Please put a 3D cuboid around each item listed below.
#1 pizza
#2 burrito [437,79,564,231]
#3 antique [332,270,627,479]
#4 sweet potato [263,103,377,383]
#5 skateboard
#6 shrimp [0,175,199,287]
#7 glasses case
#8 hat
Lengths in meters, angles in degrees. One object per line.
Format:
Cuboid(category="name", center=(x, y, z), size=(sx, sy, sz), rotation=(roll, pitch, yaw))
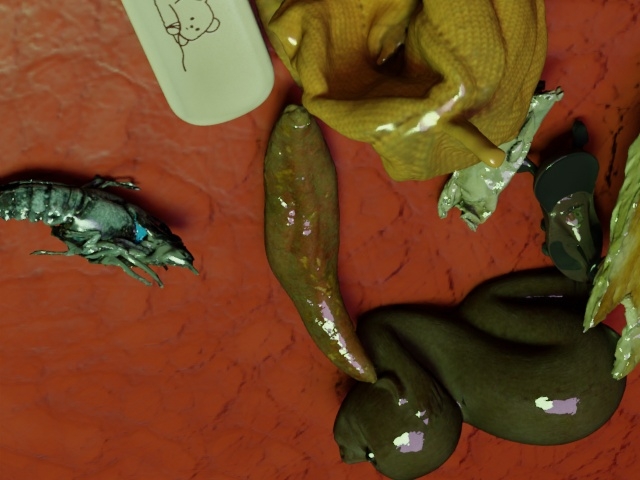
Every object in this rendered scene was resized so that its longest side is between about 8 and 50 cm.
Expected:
Cuboid(category="pizza", center=(0.278, -0.013, 1.145), size=(0.181, 0.034, 0.262), rotation=(27, 86, -47))
Cuboid(category="burrito", center=(0.136, -0.071, 1.114), size=(0.041, 0.055, 0.149), rotation=(-30, 152, -49))
Cuboid(category="antique", center=(0.133, 0.124, 1.204), size=(0.257, 0.143, 0.121), rotation=(-13, 130, -3))
Cuboid(category="sweet potato", center=(-0.008, 0.000, 1.116), size=(0.058, 0.078, 0.255), rotation=(-40, 130, -39))
Cuboid(category="skateboard", center=(0.209, -0.016, 1.158), size=(0.067, 0.080, 0.151), rotation=(-25, 130, -2))
Cuboid(category="shrimp", center=(-0.174, -0.009, 1.055), size=(0.174, 0.082, 0.076), rotation=(9, 127, -14))
Cuboid(category="glasses case", center=(-0.093, -0.168, 0.977), size=(0.083, 0.050, 0.196), rotation=(-21, 129, 3))
Cuboid(category="hat", center=(0.086, -0.123, 0.946), size=(0.233, 0.233, 0.244), rotation=(27, 116, -32))
